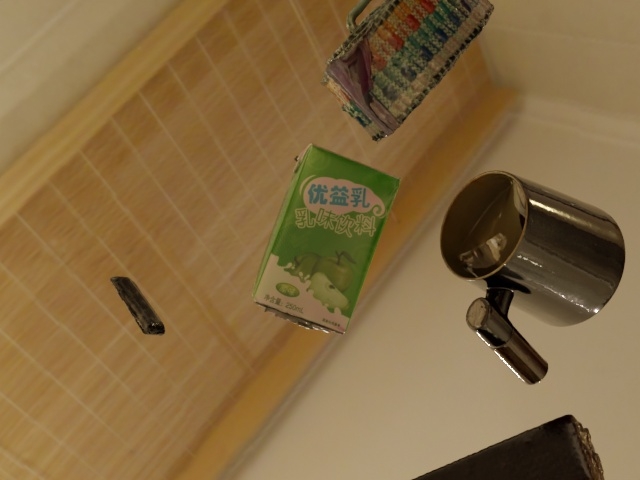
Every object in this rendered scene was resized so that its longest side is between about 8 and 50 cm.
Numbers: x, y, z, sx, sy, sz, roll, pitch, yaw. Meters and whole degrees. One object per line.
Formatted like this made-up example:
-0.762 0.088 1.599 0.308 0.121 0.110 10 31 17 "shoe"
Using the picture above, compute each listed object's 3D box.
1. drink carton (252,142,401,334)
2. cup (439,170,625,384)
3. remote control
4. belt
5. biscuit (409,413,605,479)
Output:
0.000 0.000 1.407 0.108 0.161 0.271 173 -62 -82 "drink carton"
0.265 0.036 1.108 0.166 0.177 0.239 -38 -135 35 "cup"
-0.222 0.077 1.101 0.014 0.039 0.096 -51 -120 18 "remote control"
0.111 -0.290 1.330 0.295 0.160 0.207 -50 -173 -19 "belt"
0.151 0.334 1.076 0.388 0.073 0.107 -29 -146 17 "biscuit"
